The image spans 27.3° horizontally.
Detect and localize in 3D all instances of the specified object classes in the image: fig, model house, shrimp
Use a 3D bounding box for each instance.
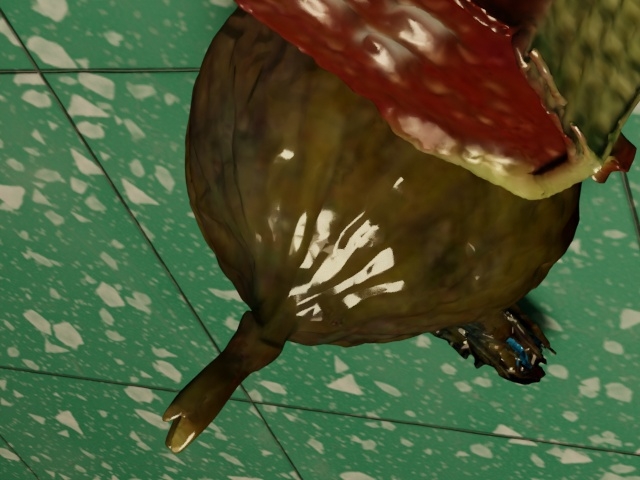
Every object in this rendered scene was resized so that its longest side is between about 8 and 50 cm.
[{"bbox_3d":[0.000,0.000,0.880,0.286,0.368,0.286,27,152,16],"label":"fig"},{"bbox_3d":[0.099,-0.158,0.728,0.254,0.196,0.160,40,155,-16],"label":"model house"},{"bbox_3d":[0.063,0.049,1.168,0.290,0.054,0.222,39,143,-13],"label":"shrimp"}]
